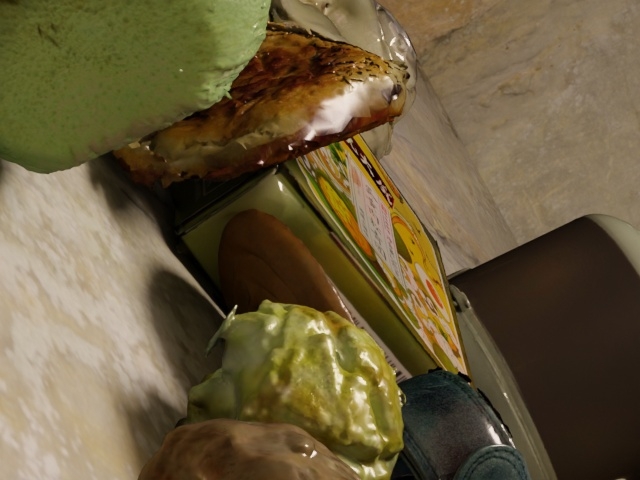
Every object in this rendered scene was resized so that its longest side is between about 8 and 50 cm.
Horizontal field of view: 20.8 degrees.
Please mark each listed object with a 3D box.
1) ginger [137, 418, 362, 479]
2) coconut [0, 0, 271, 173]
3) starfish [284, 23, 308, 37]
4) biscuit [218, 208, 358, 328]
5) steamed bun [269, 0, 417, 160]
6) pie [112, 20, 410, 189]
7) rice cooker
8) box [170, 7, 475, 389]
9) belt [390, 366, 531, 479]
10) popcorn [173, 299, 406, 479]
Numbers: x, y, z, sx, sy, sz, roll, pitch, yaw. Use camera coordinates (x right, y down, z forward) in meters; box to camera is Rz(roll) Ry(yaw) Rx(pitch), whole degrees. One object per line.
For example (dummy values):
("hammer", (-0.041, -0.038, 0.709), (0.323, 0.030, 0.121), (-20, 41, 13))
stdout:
("ginger", (0.026, 0.236, 1.109), (0.375, 0.176, 0.256), (13, 28, -32))
("coconut", (-0.175, -0.211, 1.274), (0.281, 0.328, 0.328), (30, 25, -28))
("starfish", (-0.023, -0.155, 2.053), (0.071, 0.216, 0.238), (44, -24, 37))
("biscuit", (-0.020, 0.094, 1.491), (0.262, 0.037, 0.262), (50, -23, 31))
("steamed bun", (0.019, -0.219, 2.255), (0.268, 0.207, 0.280), (59, 14, 0))
("pie", (-0.075, -0.133, 1.585), (0.308, 0.308, 0.085), (-99, -176, -61))
("rice cooker", (0.274, 0.165, 2.058), (0.335, 0.325, 0.335), (62, -7, 13))
("box", (0.000, 0.000, 1.815), (0.373, 0.138, 0.420), (52, 15, -25))
("belt", (0.104, 0.222, 1.541), (0.206, 0.116, 0.267), (62, -18, 17))
("popcorn", (-0.032, 0.144, 1.288), (0.198, 0.212, 0.198), (39, -31, 30))
